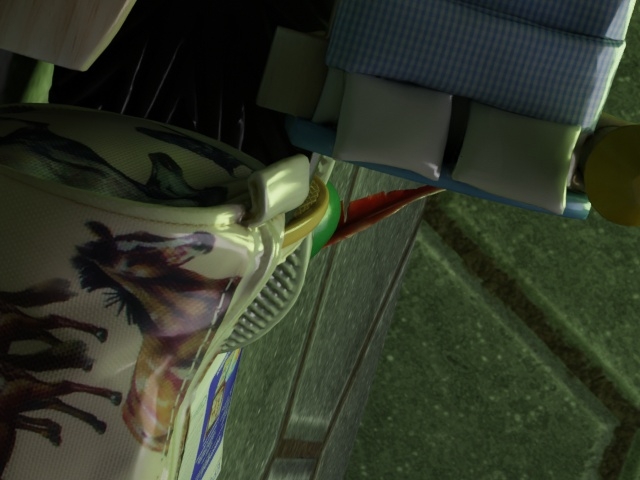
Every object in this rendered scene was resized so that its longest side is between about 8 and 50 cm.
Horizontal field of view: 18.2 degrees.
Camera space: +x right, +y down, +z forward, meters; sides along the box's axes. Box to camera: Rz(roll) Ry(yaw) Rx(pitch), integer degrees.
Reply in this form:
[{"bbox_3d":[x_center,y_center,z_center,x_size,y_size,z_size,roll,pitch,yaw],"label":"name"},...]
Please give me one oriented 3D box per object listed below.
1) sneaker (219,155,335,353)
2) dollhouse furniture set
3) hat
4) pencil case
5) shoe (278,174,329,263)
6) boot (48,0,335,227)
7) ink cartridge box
[{"bbox_3d":[-0.048,-0.053,1.296,0.282,0.102,0.161,120,-23,-43],"label":"sneaker"},{"bbox_3d":[0.045,-0.159,0.780,0.198,0.303,0.286,-113,-141,-75],"label":"dollhouse furniture set"},{"bbox_3d":[0.000,0.000,1.424,0.173,0.183,0.208,78,33,-74],"label":"hat"},{"bbox_3d":[-0.136,0.136,0.851,0.160,0.183,0.410,-30,138,-77],"label":"pencil case"},{"bbox_3d":[-0.085,0.006,1.122,0.219,0.076,0.058,-23,150,-40],"label":"shoe"},{"bbox_3d":[-0.023,-0.149,1.029,0.260,0.131,0.348,-9,112,-81],"label":"boot"},{"bbox_3d":[-0.117,0.172,1.542,0.206,0.045,0.208,-62,167,-48],"label":"ink cartridge box"}]
